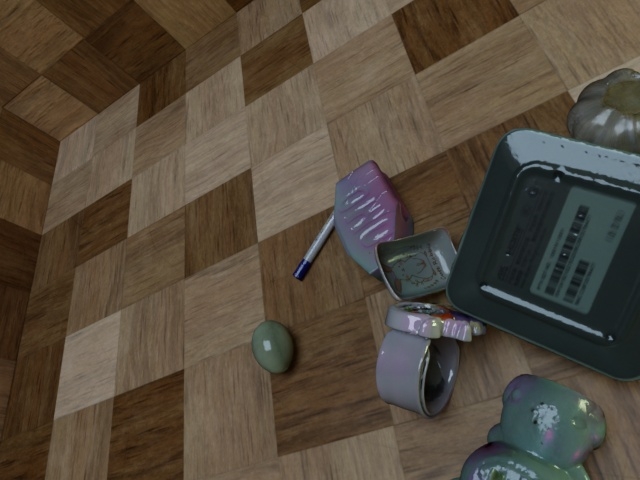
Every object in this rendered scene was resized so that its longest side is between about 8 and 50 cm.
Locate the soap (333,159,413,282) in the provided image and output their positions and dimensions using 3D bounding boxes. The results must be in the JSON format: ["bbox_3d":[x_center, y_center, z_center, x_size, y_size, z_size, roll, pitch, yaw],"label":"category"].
[{"bbox_3d":[0.145,-0.045,1.310,0.193,0.109,0.324,-34,52,16],"label":"soap"}]

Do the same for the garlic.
[{"bbox_3d":[0.658,-0.262,1.042,0.227,0.152,0.228,-19,49,24],"label":"garlic"}]

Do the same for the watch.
[{"bbox_3d":[0.245,0.258,1.037,0.196,0.244,0.231,5,92,39],"label":"watch"}]

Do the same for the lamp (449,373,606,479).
[{"bbox_3d":[0.372,0.397,0.842,0.247,0.247,0.301,19,71,37],"label":"lamp"}]

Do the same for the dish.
[{"bbox_3d":[0.234,0.065,1.152,0.212,0.077,0.151,-14,70,-22],"label":"dish"}]

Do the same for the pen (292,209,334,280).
[{"bbox_3d":[0.000,0.000,1.435,0.033,0.033,0.269,29,84,40],"label":"pen"}]

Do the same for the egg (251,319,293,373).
[{"bbox_3d":[-0.131,0.293,1.317,0.114,0.114,0.152,-35,57,15],"label":"egg"}]

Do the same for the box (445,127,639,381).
[{"bbox_3d":[0.479,0.016,0.919,0.396,0.111,0.396,22,105,27],"label":"box"}]
